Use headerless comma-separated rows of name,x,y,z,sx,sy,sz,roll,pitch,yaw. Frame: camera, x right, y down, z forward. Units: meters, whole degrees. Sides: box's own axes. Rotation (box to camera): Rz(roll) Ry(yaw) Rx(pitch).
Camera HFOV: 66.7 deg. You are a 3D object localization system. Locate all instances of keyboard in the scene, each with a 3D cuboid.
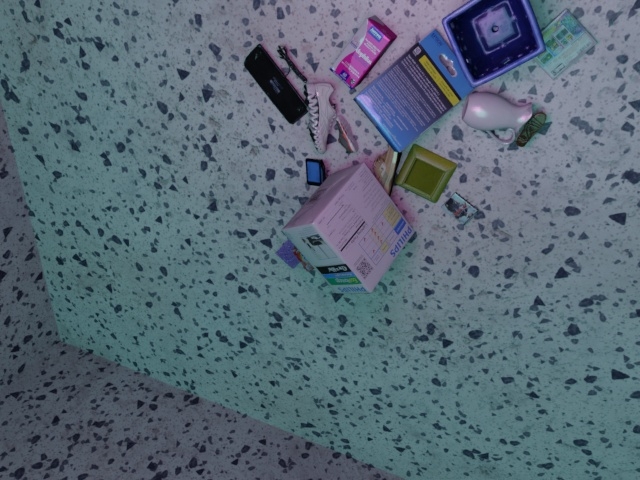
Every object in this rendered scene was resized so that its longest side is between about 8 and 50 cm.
keyboard,-0.148,-0.631,1.905,0.201,0.033,0.317,-30,105,39

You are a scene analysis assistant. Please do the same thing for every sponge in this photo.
sponge,-0.112,0.035,2.284,0.117,0.031,0.210,41,127,-4

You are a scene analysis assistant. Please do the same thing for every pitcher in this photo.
pitcher,0.591,-0.415,1.672,0.207,0.126,0.178,12,139,3

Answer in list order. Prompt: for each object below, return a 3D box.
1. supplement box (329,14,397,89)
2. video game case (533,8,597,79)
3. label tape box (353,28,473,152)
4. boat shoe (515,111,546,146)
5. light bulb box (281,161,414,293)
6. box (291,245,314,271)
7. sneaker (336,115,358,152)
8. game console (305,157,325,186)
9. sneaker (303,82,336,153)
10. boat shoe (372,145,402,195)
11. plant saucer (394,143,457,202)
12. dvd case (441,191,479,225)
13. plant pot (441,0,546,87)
supplement box,0.150,-0.660,1.711,0.111,0.114,0.220,41,124,-3
video game case,0.754,-0.616,1.535,0.143,0.019,0.157,44,127,-5
label tape box,0.325,-0.515,1.701,0.347,0.115,0.249,-40,99,5
boat shoe,0.722,-0.385,1.669,0.050,0.045,0.135,39,130,7
light bulb box,0.115,-0.039,1.889,0.361,0.358,0.225,51,150,-20
box,0.000,0.000,2.075,0.128,0.257,0.123,-24,111,33
sneaker,0.088,-0.411,1.918,0.064,0.061,0.158,-13,112,36
game console,-0.020,-0.274,2.039,0.071,0.107,0.122,-7,120,-5
sneaker,0.010,-0.471,1.891,0.118,0.110,0.292,-13,130,-8
boat shoe,0.249,-0.283,1.898,0.098,0.109,0.303,18,130,11
plant saucer,0.402,-0.249,1.887,0.188,0.045,0.189,27,126,6
dvd case,0.550,-0.124,1.918,0.119,0.013,0.087,38,126,-3
plant pot,0.533,-0.645,1.492,0.235,0.212,0.236,-22,109,32
